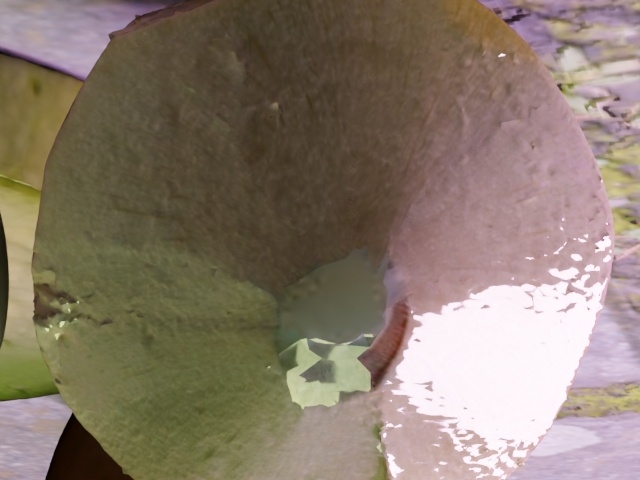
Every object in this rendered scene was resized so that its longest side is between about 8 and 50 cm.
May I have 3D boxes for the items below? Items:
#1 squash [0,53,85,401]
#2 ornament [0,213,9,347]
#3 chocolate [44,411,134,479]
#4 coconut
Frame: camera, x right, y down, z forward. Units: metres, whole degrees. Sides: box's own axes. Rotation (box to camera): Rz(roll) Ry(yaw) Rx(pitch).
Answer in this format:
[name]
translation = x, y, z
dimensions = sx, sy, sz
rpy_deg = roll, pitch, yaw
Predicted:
[squash]
translation = -0.168, -0.002, 0.675
dimensions = 0.252, 0.049, 0.252
rpy_deg = 3, 159, 1
[ornament]
translation = -0.108, -0.011, 0.487
dimensions = 0.075, 0.156, 0.081
rpy_deg = 3, 159, 0
[chocolate]
translation = -0.023, 0.100, 0.781
dimensions = 0.177, 0.177, 0.177
rpy_deg = 2, 160, 1
[coconut]
translation = 0.000, 0.000, 0.501
dimensions = 0.147, 0.147, 0.153
rpy_deg = 2, -168, -1
